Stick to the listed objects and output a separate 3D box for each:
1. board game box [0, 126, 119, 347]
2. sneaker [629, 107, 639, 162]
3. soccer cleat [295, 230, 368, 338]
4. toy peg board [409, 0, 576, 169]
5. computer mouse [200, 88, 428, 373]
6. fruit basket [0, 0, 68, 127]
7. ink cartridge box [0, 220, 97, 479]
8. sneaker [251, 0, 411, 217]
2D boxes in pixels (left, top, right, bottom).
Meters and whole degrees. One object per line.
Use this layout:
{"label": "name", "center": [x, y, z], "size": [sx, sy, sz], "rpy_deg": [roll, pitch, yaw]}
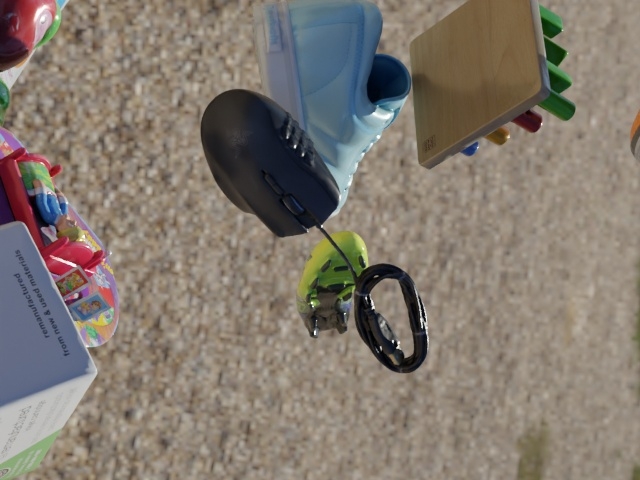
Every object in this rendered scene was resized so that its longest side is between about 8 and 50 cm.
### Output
{"label": "board game box", "center": [-0.171, -0.014, 0.844], "size": [0.169, 0.033, 0.133], "rpy_deg": [54, 15, -21]}
{"label": "sneaker", "center": [0.390, -0.232, 1.288], "size": [0.124, 0.180, 0.321], "rpy_deg": [10, 127, -36]}
{"label": "soccer cleat", "center": [0.006, 0.042, 1.854], "size": [0.289, 0.093, 0.121], "rpy_deg": [100, -21, -65]}
{"label": "toy peg board", "center": [0.176, -0.160, 1.307], "size": [0.079, 0.160, 0.161], "rpy_deg": [24, 50, -34]}
{"label": "computer mouse", "center": [0.000, 0.000, 0.893], "size": [0.242, 0.071, 0.041], "rpy_deg": [52, 15, -16]}
{"label": "fruit basket", "center": [-0.329, -0.174, 1.248], "size": [0.353, 0.165, 0.327], "rpy_deg": [-56, 174, -20]}
{"label": "ink cartridge box", "center": [-0.239, 0.091, 0.627], "size": [0.219, 0.160, 0.092], "rpy_deg": [-21, 74, -31]}
{"label": "sneaker", "center": [0.025, -0.124, 1.376], "size": [0.366, 0.150, 0.135], "rpy_deg": [76, 7, -67]}
